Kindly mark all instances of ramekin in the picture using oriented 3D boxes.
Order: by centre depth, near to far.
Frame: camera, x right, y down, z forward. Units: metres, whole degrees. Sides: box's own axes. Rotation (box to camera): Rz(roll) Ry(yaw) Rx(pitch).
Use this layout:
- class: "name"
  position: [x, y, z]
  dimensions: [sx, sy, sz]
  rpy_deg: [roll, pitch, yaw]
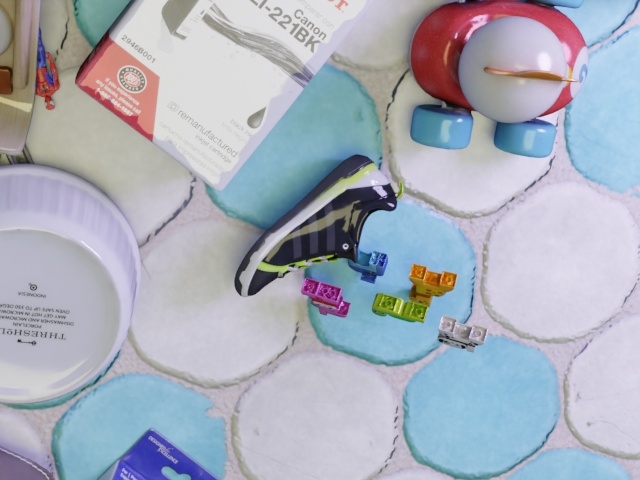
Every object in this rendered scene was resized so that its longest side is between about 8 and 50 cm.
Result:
- class: "ramekin"
  position: [-0.333, 0.059, 1.108]
  dimensions: [0.273, 0.127, 0.273]
  rpy_deg: [-6, 112, -14]

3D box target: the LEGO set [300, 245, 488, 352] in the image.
- class: "LEGO set"
  position: [0.101, 0.072, 1.227]
  dimensions: [0.227, 0.093, 0.087]
  rpy_deg: [16, 69, 12]

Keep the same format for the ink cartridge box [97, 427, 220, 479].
- class: "ink cartridge box"
  position: [-0.284, 0.432, 1.293]
  dimensions: [0.371, 0.069, 0.176]
  rpy_deg: [-46, 110, 4]

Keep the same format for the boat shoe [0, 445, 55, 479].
- class: "boat shoe"
  position: [-0.464, 0.248, 1.170]
  dimensions: [0.324, 0.116, 0.097]
  rpy_deg: [22, 106, -11]

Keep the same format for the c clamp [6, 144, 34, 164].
- class: "c clamp"
  position: [-0.388, -0.058, 1.128]
  dimensions: [0.137, 0.022, 0.161]
  rpy_deg: [-14, 111, -5]

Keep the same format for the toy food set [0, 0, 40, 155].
- class: "toy food set"
  position: [-0.397, -0.233, 0.974]
  dimensions: [0.219, 0.092, 0.306]
  rpy_deg: [12, 131, -8]

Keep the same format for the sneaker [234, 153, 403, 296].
- class: "sneaker"
  position: [0.000, 0.000, 1.170]
  dimensions: [0.234, 0.084, 0.097]
  rpy_deg: [-43, 85, 6]

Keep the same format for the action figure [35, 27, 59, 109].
- class: "action figure"
  position: [-0.315, -0.200, 1.092]
  dimensions: [0.038, 0.030, 0.115]
  rpy_deg: [-16, 113, -9]

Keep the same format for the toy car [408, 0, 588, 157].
- class: "toy car"
  position: [0.221, -0.188, 1.081]
  dimensions: [0.210, 0.238, 0.219]
  rpy_deg: [5, 108, -12]

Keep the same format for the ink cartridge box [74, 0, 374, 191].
- class: "ink cartridge box"
  position: [-0.105, -0.225, 1.074]
  dimensions: [0.197, 0.114, 0.273]
  rpy_deg: [37, 98, -19]
